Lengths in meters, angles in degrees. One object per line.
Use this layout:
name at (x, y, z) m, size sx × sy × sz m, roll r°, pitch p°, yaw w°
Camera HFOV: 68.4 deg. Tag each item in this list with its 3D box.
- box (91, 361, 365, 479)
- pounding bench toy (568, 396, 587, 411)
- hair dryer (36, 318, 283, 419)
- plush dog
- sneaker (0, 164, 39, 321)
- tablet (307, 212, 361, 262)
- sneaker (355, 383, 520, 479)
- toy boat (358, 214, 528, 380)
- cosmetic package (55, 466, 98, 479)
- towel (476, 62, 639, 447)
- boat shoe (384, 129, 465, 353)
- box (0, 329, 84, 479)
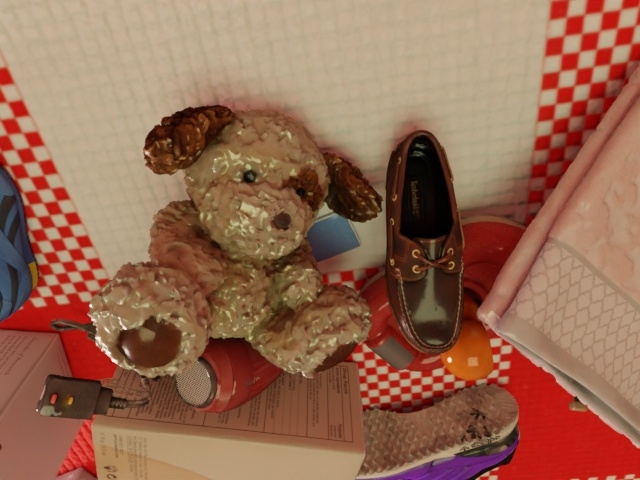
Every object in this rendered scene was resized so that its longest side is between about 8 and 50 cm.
box at (-0.107, 0.230, 0.609) m, size 0.310 × 0.148 × 0.121 m, roll 10°, pitch 123°, yaw -5°
pounding bench toy at (0.347, 0.176, 0.623) m, size 0.052 × 0.065 × 0.083 m, roll 16°, pitch 121°, yaw -12°
hair dryer at (-0.151, 0.118, 0.540) m, size 0.293 × 0.223 × 0.080 m, roll 10°, pitch 100°, yaw -25°
plush dog at (-0.071, -0.012, 0.458) m, size 0.262 × 0.210 × 0.226 m, roll 13°, pitch 107°, yaw -34°
sneaker at (-0.361, -0.002, 0.495) m, size 0.069 × 0.082 × 0.210 m, roll 3°, pitch 121°, yaw 0°
tablet at (0.000, 0.000, 0.543) m, size 0.083 × 0.006 × 0.054 m, roll -21°, pitch 121°, yaw 14°
sneaker at (0.150, 0.318, 0.692) m, size 0.292 × 0.102 × 0.146 m, roll -16°, pitch 122°, yaw 9°
toy boat at (0.152, 0.084, 0.511) m, size 0.231 × 0.151 × 0.151 m, roll -39°, pitch 116°, yaw 22°
cosmetic package at (-0.380, 0.510, 0.797) m, size 0.107 × 0.127 × 0.238 m, roll -27°, pitch 117°, yaw 17°
towel at (0.348, 0.032, 0.467) m, size 0.331 × 0.053 × 0.317 m, roll 36°, pitch 88°, yaw -23°
boat shoe at (0.095, 0.002, 0.438) m, size 0.073 × 0.073 × 0.207 m, roll -7°, pitch 82°, yaw -1°
box at (-0.405, 0.237, 0.588) m, size 0.118 × 0.182 × 0.181 m, roll 4°, pitch 122°, yaw -1°
